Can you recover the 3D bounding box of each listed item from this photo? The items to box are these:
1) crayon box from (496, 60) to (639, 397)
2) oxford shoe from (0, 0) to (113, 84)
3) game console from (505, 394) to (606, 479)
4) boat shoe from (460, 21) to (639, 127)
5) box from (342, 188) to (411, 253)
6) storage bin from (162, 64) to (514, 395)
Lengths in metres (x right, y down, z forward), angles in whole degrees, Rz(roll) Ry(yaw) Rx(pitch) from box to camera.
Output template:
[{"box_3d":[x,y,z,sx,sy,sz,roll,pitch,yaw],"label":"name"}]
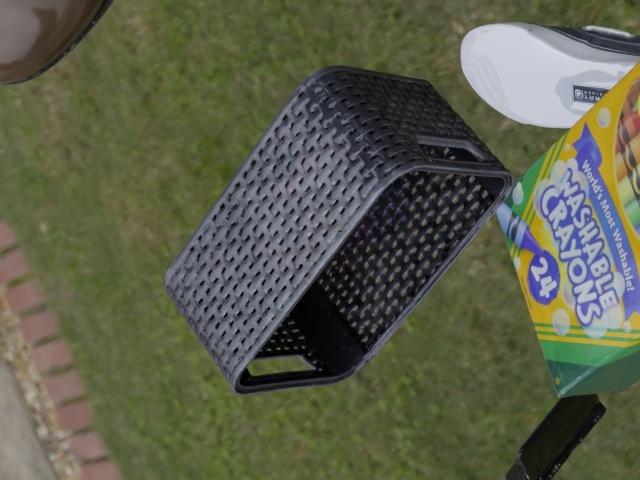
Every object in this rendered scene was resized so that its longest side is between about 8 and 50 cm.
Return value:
[{"box_3d":[0.284,-0.023,1.113,0.323,0.083,0.203,-49,49,51],"label":"crayon box"},{"box_3d":[-0.114,-0.151,0.589,0.083,0.096,0.227,29,122,-14],"label":"oxford shoe"},{"box_3d":[0.244,0.203,1.427,0.071,0.122,0.107,48,163,-14],"label":"game console"},{"box_3d":[0.291,-0.180,1.400,0.301,0.102,0.108,15,122,40],"label":"boat shoe"},{"box_3d":[0.000,0.000,1.243,0.036,0.136,0.225,68,163,5],"label":"box"},{"box_3d":[0.008,-0.003,0.762,0.180,0.122,0.084,-52,60,27],"label":"storage bin"}]
